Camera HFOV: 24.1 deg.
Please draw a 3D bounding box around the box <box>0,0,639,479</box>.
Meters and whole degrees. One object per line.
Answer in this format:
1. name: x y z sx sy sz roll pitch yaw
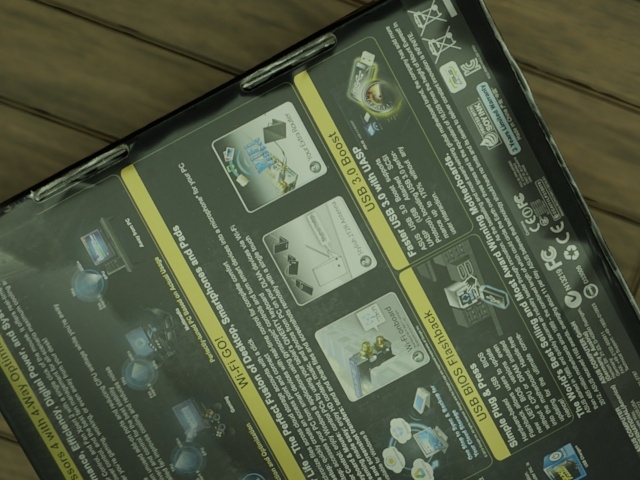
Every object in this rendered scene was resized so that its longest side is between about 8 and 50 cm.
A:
1. box: 0.023 0.100 0.803 0.318 0.097 0.395 -29 97 1
